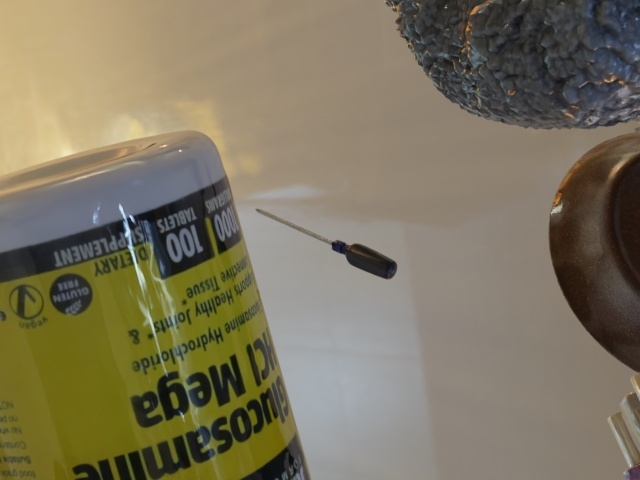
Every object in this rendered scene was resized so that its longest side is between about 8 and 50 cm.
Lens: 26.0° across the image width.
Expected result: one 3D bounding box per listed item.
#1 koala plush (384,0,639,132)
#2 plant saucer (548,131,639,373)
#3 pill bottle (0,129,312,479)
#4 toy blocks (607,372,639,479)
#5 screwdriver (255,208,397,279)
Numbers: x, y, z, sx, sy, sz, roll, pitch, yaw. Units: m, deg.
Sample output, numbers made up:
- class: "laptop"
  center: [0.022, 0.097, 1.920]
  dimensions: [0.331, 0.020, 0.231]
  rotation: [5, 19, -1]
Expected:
- class: "koala plush"
  center: [0.150, -0.098, 0.516]
  dimensions: [0.196, 0.221, 0.203]
  rotation: [-16, -126, 44]
- class: "plant saucer"
  center: [0.252, 0.004, 0.925]
  dimensions: [0.199, 0.198, 0.036]
  rotation: [59, -24, 19]
- class: "pill bottle"
  center: [-0.109, 0.115, 0.837]
  dimensions: [0.188, 0.188, 0.334]
  rotation: [-4, -75, 47]
- class: "toy blocks"
  center: [0.369, 0.181, 0.930]
  dimensions: [0.309, 0.288, 0.260]
  rotation: [71, -3, -74]
- class: "screwdriver"
  center: [0.000, 0.000, 1.328]
  dimensions: [0.169, 0.025, 0.024]
  rotation: [22, -60, 27]
